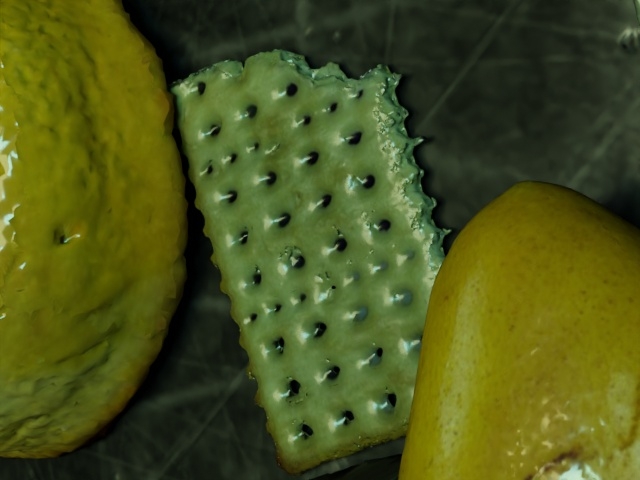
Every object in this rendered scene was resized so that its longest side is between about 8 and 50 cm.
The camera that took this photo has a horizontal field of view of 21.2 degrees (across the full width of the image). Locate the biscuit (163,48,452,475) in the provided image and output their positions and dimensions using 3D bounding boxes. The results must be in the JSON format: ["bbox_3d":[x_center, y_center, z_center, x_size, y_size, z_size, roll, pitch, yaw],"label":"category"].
[{"bbox_3d":[0.001,0.000,0.794,0.144,0.016,0.203,-22,80,41],"label":"biscuit"}]

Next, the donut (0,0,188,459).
[{"bbox_3d":[-0.204,-0.018,0.904,0.303,0.110,0.302,6,99,42],"label":"donut"}]

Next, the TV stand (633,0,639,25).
[{"bbox_3d":[0.175,0.013,0.629,0.042,0.036,0.249,-23,79,38],"label":"TV stand"}]

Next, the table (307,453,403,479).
[{"bbox_3d":[-0.059,0.279,0.761,0.317,0.317,0.249,-27,91,39],"label":"table"}]

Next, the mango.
[{"bbox_3d":[0.097,0.084,0.650,0.145,0.112,0.219,-7,85,20],"label":"mango"}]
